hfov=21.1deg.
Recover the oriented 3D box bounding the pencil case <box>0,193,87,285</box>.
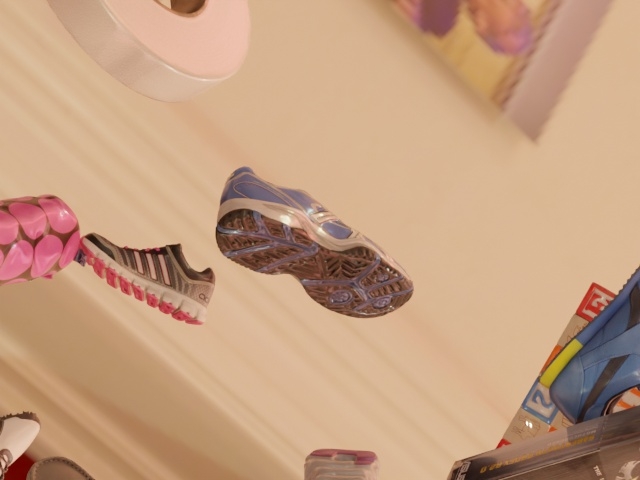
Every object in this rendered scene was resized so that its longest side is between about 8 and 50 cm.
[{"bbox_3d":[-0.348,0.009,1.858,0.209,0.095,0.098,-12,126,-59],"label":"pencil case"}]

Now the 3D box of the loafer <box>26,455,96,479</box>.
[{"bbox_3d":[-0.273,0.356,2.103,0.112,0.111,0.319,-22,-139,-26],"label":"loafer"}]

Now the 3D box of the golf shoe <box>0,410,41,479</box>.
[{"bbox_3d":[-0.460,0.318,2.375,0.198,0.077,0.094,-36,-132,-17],"label":"golf shoe"}]

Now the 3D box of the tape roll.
[{"bbox_3d":[-0.236,-0.365,2.210,0.072,0.392,0.392,-26,-153,28],"label":"tape roll"}]

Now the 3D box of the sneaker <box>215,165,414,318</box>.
[{"bbox_3d":[0.000,0.000,1.507,0.080,0.211,0.081,-40,-143,29],"label":"sneaker"}]

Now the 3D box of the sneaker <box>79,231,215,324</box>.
[{"bbox_3d":[-0.193,0.029,1.958,0.075,0.170,0.063,-61,178,-19],"label":"sneaker"}]

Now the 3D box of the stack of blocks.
[{"bbox_3d":[0.321,0.220,1.995,0.297,0.171,0.087,-60,162,0],"label":"stack of blocks"}]

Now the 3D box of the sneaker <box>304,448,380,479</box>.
[{"bbox_3d":[0.015,0.297,1.789,0.095,0.104,0.236,3,-169,9],"label":"sneaker"}]

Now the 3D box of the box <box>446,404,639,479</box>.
[{"bbox_3d":[0.233,0.262,1.408,0.183,0.231,0.056,-20,-161,27],"label":"box"}]

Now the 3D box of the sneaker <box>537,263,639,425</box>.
[{"bbox_3d":[0.270,0.070,1.387,0.209,0.082,0.069,-51,158,16],"label":"sneaker"}]
